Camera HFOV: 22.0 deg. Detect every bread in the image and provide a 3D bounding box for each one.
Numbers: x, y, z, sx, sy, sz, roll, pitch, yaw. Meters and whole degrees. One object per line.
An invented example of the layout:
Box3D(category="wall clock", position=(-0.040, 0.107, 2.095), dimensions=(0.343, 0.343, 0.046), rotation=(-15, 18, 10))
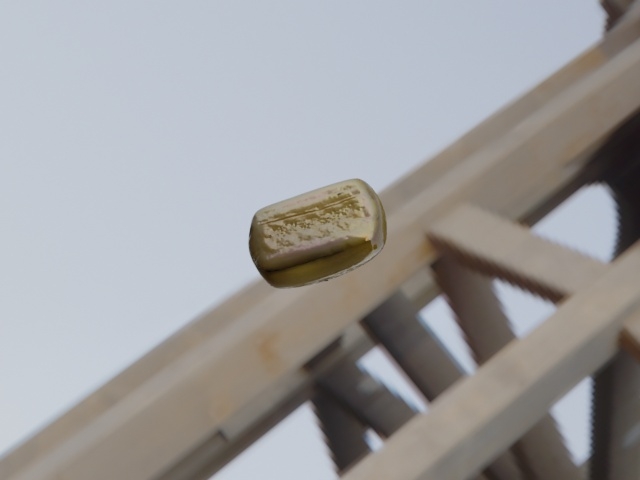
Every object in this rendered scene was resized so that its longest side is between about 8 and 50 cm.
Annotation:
Box3D(category="bread", position=(0.000, 0.000, 1.346), dimensions=(0.056, 0.115, 0.082), rotation=(63, 9, -52))
